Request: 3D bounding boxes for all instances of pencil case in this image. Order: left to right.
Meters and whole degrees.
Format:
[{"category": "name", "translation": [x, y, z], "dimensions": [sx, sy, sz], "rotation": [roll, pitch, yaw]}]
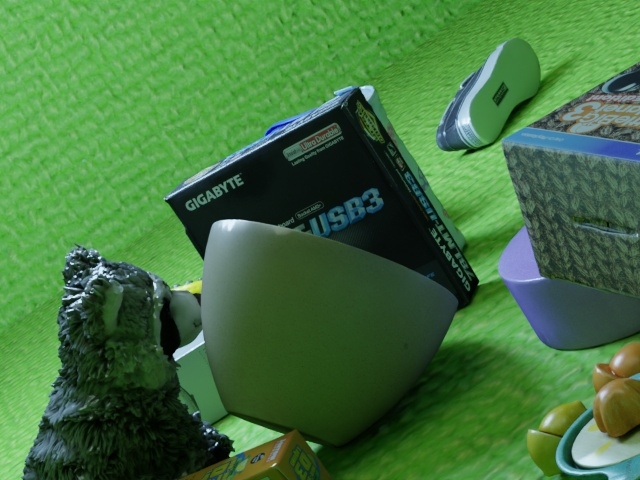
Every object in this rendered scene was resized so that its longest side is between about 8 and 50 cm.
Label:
[{"category": "pencil case", "translation": [0.088, -0.073, 2.049], "dimensions": [0.113, 0.273, 0.124], "rotation": [-12, 30, 43]}]

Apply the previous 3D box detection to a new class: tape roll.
[{"category": "tape roll", "translation": [0.325, -0.002, 1.596], "dimensions": [0.275, 0.090, 0.275], "rotation": [-32, 13, 8]}]

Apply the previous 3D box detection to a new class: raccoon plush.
[{"category": "raccoon plush", "translation": [-0.294, 0.220, 1.702], "dimensions": [0.446, 0.299, 0.216], "rotation": [-42, 31, -24]}]

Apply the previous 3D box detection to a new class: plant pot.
[{"category": "plant pot", "translation": [-0.012, 0.116, 1.671], "dimensions": [0.284, 0.284, 0.191], "rotation": [-5, 65, 65]}]

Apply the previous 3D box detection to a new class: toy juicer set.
[{"category": "toy juicer set", "translation": [0.224, 0.157, 1.228], "dimensions": [0.209, 0.089, 0.329], "rotation": [-18, 19, 49]}]

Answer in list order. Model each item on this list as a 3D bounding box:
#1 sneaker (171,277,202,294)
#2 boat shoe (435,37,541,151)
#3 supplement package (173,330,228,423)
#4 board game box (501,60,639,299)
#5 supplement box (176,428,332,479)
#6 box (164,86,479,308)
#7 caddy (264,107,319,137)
[{"category": "sneaker", "translation": [-0.086, 0.111, 2.179], "dimensions": [0.343, 0.134, 0.146], "rotation": [-24, 50, 8]}, {"category": "boat shoe", "translation": [0.283, -0.244, 2.623], "dimensions": [0.102, 0.108, 0.301], "rotation": [-20, 25, 41]}, {"category": "supplement package", "translation": [-0.196, 0.205, 2.055], "dimensions": [0.179, 0.105, 0.105], "rotation": [-33, 12, 2]}, {"category": "board game box", "translation": [0.351, -0.075, 1.340], "dimensions": [0.291, 0.141, 0.232], "rotation": [-30, 24, -25]}, {"category": "supplement box", "translation": [-0.106, 0.280, 1.604], "dimensions": [0.233, 0.080, 0.078], "rotation": [-25, 17, 25]}, {"category": "box", "translation": [0.000, 0.000, 1.916], "dimensions": [0.295, 0.293, 0.073], "rotation": [-25, 15, 29]}, {"category": "caddy", "translation": [0.012, -0.071, 2.300], "dimensions": [0.179, 0.241, 0.341], "rotation": [-47, 18, -27]}]
